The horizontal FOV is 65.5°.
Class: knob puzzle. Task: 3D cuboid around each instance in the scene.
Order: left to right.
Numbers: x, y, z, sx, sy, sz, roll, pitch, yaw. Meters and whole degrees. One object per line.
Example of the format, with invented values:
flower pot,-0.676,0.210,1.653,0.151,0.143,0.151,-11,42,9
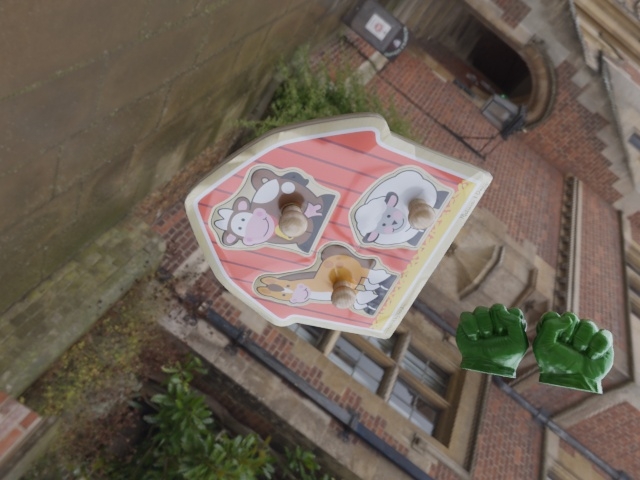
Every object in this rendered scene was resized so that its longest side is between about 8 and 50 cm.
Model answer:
knob puzzle,0.000,0.000,0.355,0.213,0.213,0.030,-50,-153,28

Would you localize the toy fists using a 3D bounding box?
toy fists,0.402,0.196,0.953,0.096,0.279,0.142,35,63,-61
